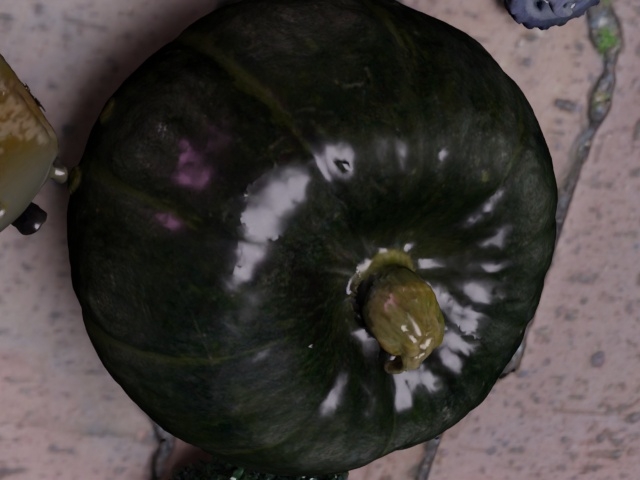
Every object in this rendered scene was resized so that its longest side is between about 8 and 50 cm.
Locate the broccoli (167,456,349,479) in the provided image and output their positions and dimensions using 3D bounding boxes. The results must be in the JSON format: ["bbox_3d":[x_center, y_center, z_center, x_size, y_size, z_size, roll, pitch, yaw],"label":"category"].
[{"bbox_3d":[-0.027,0.235,1.153,0.219,0.194,0.194,-18,130,24],"label":"broccoli"}]

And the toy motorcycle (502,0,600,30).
[{"bbox_3d":[0.129,-0.226,1.041,0.204,0.108,0.239,4,123,-26],"label":"toy motorcycle"}]

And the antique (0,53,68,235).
[{"bbox_3d":[-0.241,-0.092,0.897,0.125,0.150,0.284,-40,134,-9],"label":"antique"}]

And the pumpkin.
[{"bbox_3d":[0.000,0.000,1.024,0.300,0.207,0.300,-12,119,-24],"label":"pumpkin"}]
